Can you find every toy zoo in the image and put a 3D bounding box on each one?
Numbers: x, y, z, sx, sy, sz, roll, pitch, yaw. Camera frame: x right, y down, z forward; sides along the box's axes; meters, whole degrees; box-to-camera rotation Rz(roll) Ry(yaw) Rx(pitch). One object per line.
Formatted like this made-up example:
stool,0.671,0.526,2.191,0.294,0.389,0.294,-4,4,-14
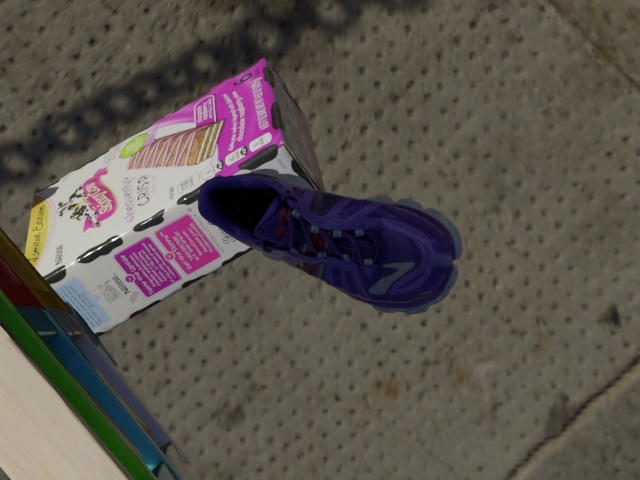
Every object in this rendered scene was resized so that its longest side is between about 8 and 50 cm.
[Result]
toy zoo,-0.128,0.038,0.534,0.030,0.293,0.192,-40,91,-6

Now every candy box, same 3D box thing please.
candy box,-0.118,-0.032,0.992,0.233,0.159,0.071,-30,120,10

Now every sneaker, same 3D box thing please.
sneaker,0.000,0.000,0.733,0.170,0.071,0.068,14,95,28
